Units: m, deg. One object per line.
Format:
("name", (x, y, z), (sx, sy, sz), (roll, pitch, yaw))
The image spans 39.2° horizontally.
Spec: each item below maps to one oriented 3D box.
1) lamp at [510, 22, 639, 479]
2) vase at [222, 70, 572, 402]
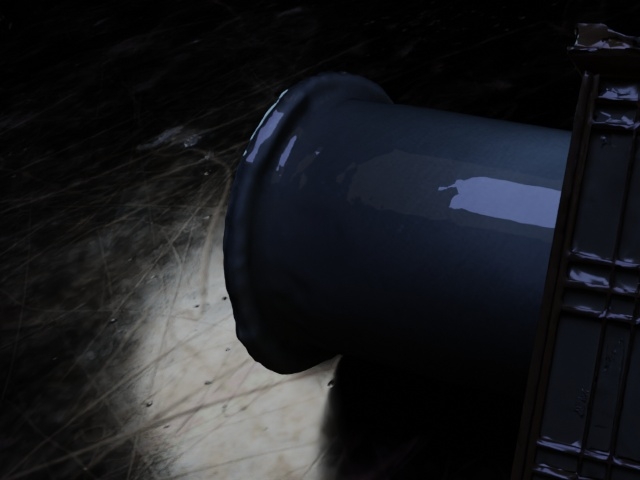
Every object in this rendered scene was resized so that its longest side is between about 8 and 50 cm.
("lamp", (0.145, 0.065, 0.436), (0.089, 0.325, 0.090), (8, -5, 28))
("vase", (0.118, 0.010, 0.632), (0.291, 0.245, 0.245), (12, 43, 32))
